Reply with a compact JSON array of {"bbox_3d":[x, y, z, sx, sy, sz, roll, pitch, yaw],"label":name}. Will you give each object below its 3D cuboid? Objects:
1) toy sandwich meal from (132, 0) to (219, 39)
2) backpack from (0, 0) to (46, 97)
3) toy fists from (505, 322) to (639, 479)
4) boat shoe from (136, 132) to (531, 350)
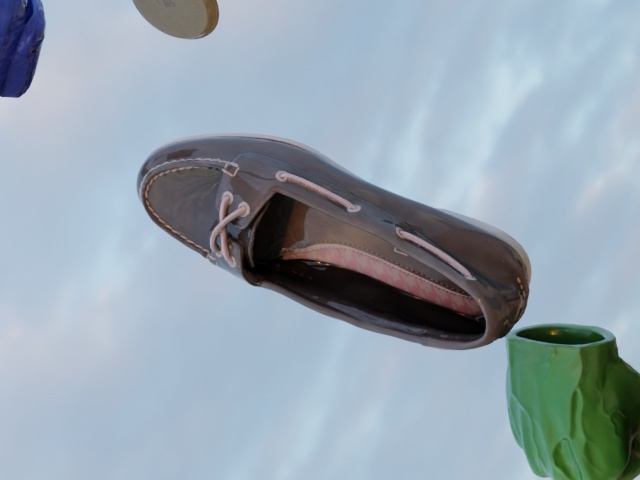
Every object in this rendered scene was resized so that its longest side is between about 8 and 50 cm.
[{"bbox_3d":[-0.104,-0.185,1.400,0.029,0.085,0.086,-56,-19,-37],"label":"toy sandwich meal"},{"bbox_3d":[-0.255,-0.169,1.424,0.101,0.098,0.120,-2,-46,-22],"label":"backpack"},{"bbox_3d":[0.275,0.153,1.625,0.096,0.279,0.142,-15,-75,-46],"label":"toy fists"},{"bbox_3d":[0.000,0.000,1.497,0.095,0.335,0.112,-52,-24,-59],"label":"boat shoe"}]
